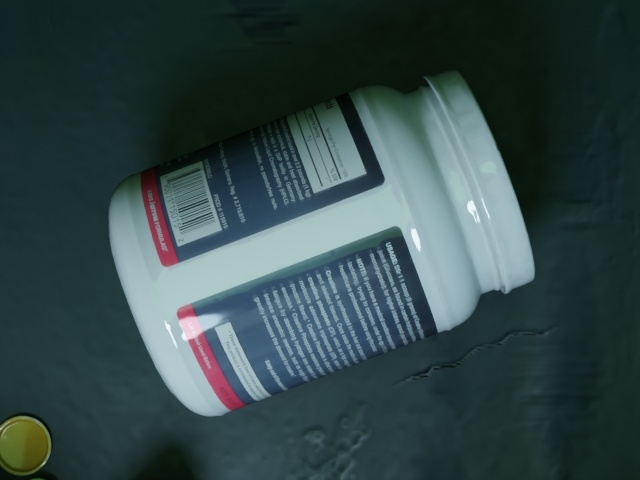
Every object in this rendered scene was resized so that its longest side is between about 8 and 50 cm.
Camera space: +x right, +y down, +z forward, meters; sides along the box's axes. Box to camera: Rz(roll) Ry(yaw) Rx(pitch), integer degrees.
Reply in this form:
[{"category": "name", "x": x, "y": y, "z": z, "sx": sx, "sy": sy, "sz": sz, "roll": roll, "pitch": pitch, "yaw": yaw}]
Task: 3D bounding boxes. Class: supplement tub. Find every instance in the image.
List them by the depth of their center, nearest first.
[{"category": "supplement tub", "x": 0.000, "y": 0.000, "z": 0.945, "sx": 0.272, "sy": 0.191, "sz": 0.191, "roll": -21, "pitch": 86, "yaw": 2}]

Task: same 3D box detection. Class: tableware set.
[{"category": "tableware set", "x": -0.272, "y": 0.163, "z": 1.034, "sx": 0.104, "sy": 0.024, "sz": 0.154, "roll": -19, "pitch": 85, "yaw": 2}]
